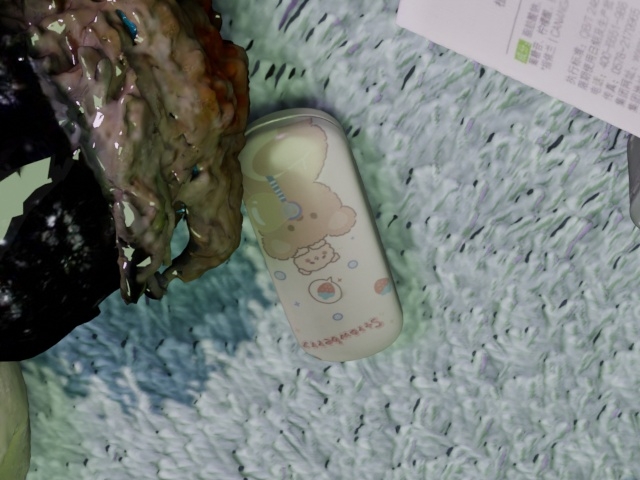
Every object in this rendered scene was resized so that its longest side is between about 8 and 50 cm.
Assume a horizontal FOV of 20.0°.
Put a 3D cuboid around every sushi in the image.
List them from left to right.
[{"bbox_3d":[-0.141,-0.058,1.058,0.219,0.225,0.238,-18,160,-1],"label":"sushi"}]

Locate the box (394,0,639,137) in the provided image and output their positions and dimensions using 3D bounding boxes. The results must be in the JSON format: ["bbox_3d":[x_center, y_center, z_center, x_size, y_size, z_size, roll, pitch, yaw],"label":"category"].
[{"bbox_3d":[0.169,-0.203,0.978,0.194,0.111,0.260,28,131,18],"label":"box"}]

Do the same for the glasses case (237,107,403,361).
[{"bbox_3d":[0.000,0.000,1.209,0.081,0.051,0.204,-16,127,7],"label":"glasses case"}]

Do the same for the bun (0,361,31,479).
[{"bbox_3d":[-0.318,0.151,1.237,0.259,0.160,0.259,-4,129,-5],"label":"bun"}]

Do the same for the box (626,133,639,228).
[{"bbox_3d":[0.258,-0.072,1.137,0.093,0.124,0.172,20,123,-6],"label":"box"}]
